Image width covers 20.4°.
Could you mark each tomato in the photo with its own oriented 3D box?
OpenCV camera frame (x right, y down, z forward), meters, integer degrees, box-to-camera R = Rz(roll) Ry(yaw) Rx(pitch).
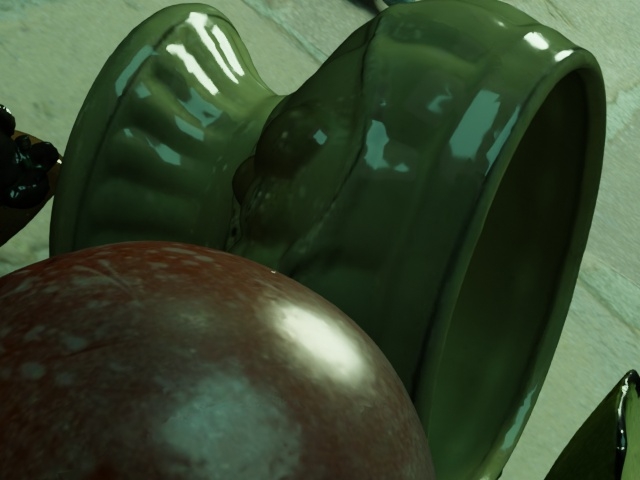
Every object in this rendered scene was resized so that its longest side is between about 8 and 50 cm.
[{"bbox_3d":[-0.060,0.126,0.746,0.227,0.270,0.270,-20,53,-14],"label":"tomato"}]

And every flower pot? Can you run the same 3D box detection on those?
[{"bbox_3d":[0.000,0.000,0.990,0.244,0.307,0.307,17,22,20],"label":"flower pot"}]

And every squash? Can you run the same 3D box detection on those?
[{"bbox_3d":[0.157,0.170,1.108,0.085,0.184,0.192,2,20,17],"label":"squash"}]

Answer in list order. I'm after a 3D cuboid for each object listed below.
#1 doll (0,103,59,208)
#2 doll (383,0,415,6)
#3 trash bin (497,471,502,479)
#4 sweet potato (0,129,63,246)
[{"bbox_3d":[-0.219,-0.022,0.910,0.165,0.139,0.057,1,37,-34],"label":"doll"},{"bbox_3d":[0.014,-0.279,1.670,0.180,0.075,0.120,8,75,-12],"label":"doll"},{"bbox_3d":[0.059,0.134,1.118,0.092,0.043,0.061,6,41,-39],"label":"trash bin"},{"bbox_3d":[-0.257,-0.043,0.973,0.252,0.097,0.097,14,36,-30],"label":"sweet potato"}]
